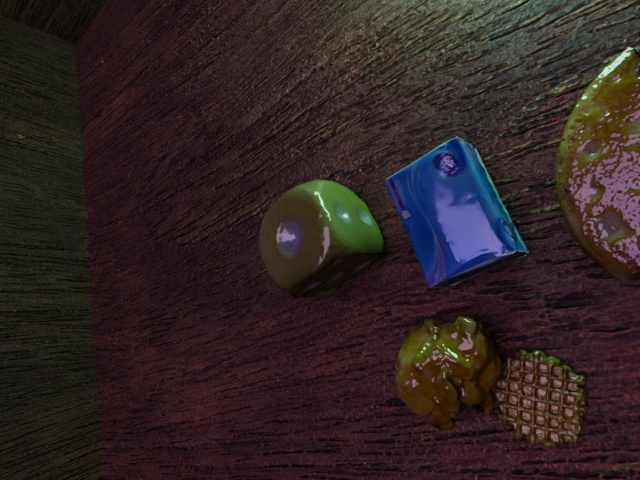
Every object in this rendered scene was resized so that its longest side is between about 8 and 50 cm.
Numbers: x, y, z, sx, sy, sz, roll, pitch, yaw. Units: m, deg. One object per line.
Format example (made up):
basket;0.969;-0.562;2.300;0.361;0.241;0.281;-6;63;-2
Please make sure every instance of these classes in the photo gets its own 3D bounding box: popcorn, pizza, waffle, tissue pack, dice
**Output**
popcorn;0.257;0.271;0.851;0.191;0.190;0.254;12;99;61
pizza;0.553;-0.132;0.690;0.277;0.114;0.409;-8;83;38
waffle;0.430;0.313;0.807;0.191;0.038;0.191;-3;85;38
tissue pack;0.284;-0.053;0.878;0.198;0.146;0.263;-30;69;33
dice;0.000;0.000;1.047;0.238;0.233;0.227;-39;63;29

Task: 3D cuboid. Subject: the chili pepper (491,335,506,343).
chili pepper;0.358;0.208;0.884;0.083;0.017;0.030;17;96;39
